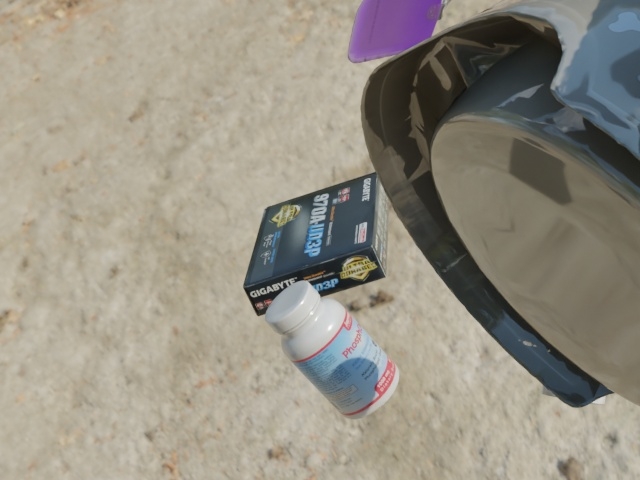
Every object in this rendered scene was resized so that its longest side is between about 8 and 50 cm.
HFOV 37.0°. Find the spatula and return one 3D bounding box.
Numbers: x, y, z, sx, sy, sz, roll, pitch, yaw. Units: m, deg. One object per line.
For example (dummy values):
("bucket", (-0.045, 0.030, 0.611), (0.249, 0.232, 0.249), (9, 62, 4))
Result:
("spatula", (0.143, -0.248, 0.945), (0.296, 0.084, 0.030), (-31, 58, -35))

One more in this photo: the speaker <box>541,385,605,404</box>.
("speaker", (0.225, 0.071, 0.822), (0.055, 0.055, 0.136), (6, 87, 31))

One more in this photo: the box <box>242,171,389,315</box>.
("box", (0.000, 0.000, 1.253), (0.175, 0.051, 0.220), (-17, 26, 15))

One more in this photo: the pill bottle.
("pill bottle", (0.012, 0.124, 1.096), (0.087, 0.160, 0.087), (-35, 22, 16))

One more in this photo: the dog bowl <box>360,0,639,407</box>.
("dog bowl", (0.180, -0.002, 0.580), (0.102, 0.349, 0.348), (-42, 44, -13))
